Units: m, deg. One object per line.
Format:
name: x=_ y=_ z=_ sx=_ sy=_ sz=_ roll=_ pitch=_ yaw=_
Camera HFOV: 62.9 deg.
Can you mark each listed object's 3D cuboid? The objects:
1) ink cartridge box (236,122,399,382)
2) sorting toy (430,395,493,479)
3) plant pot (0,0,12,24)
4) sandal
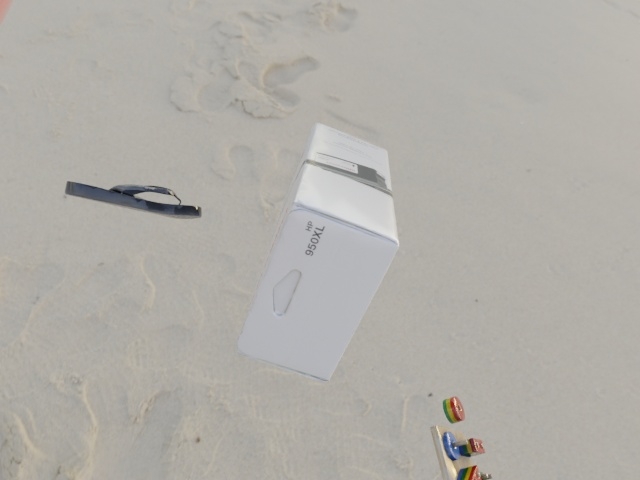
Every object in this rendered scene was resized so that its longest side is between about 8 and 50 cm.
ink cartridge box: x=0.000 y=0.000 z=0.922 sx=0.166 sy=0.285 sz=0.395 roll=20 pitch=28 yaw=-6
sorting toy: x=0.250 y=0.391 z=0.880 sx=0.132 sy=0.046 sz=0.275 roll=33 pitch=38 yaw=-47
plant pot: x=-0.387 y=-0.259 z=0.433 sx=0.275 sy=0.275 sz=0.243 roll=15 pitch=35 yaw=-17
sandal: x=-0.348 y=-0.086 z=0.979 sx=0.254 sy=0.097 sz=0.055 roll=12 pitch=87 yaw=-3
